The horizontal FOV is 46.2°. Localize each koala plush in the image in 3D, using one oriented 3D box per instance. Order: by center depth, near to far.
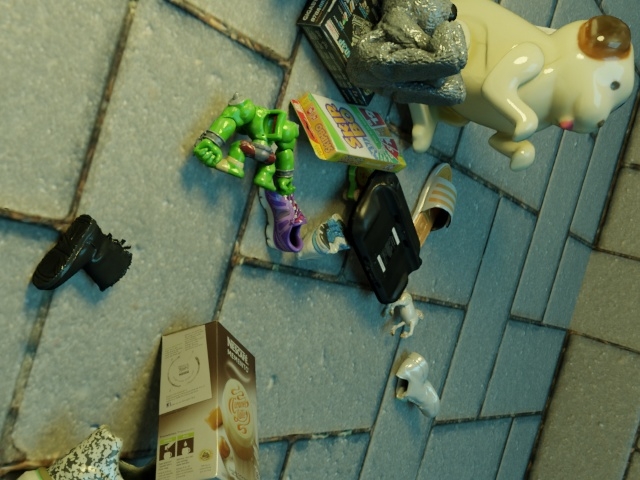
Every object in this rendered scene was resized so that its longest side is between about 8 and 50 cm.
[{"bbox_3d":[0.152,-0.364,1.268,0.196,0.203,0.221,55,40,-74],"label":"koala plush"}]

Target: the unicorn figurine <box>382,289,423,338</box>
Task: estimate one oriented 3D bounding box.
[{"bbox_3d":[0.195,0.171,1.719,0.111,0.060,0.162,-41,134,-37],"label":"unicorn figurine"}]

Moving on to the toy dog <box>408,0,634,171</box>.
[{"bbox_3d":[0.397,-0.323,1.473,0.284,0.408,0.395,69,38,-54],"label":"toy dog"}]

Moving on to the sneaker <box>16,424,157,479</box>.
[{"bbox_3d":[-0.254,0.402,1.087,0.182,0.158,0.410,-46,139,-15],"label":"sneaker"}]

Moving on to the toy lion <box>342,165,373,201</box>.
[{"bbox_3d":[0.083,-0.115,1.478,0.100,0.034,0.096,31,71,-55],"label":"toy lion"}]

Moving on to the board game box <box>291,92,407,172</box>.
[{"bbox_3d":[0.055,-0.189,1.341,0.259,0.039,0.124,-1,60,-52],"label":"board game box"}]

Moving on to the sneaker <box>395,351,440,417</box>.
[{"bbox_3d":[0.228,0.374,1.851,0.094,0.080,0.212,-38,126,-24],"label":"sneaker"}]

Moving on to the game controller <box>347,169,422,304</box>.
[{"bbox_3d":[0.132,-0.001,1.514,0.166,0.067,0.319,-53,144,-19],"label":"game controller"}]

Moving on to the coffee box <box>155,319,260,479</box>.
[{"bbox_3d":[-0.165,0.264,1.120,0.141,0.098,0.246,56,21,-50],"label":"coffee box"}]

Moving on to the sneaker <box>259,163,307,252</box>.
[{"bbox_3d":[-0.054,-0.057,1.274,0.068,0.071,0.170,-37,131,-41],"label":"sneaker"}]

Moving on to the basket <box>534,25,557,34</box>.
[{"bbox_3d":[0.486,-0.453,1.776,0.113,0.167,0.103,-23,126,-48],"label":"basket"}]

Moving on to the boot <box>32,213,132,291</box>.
[{"bbox_3d":[-0.308,0.034,0.988,0.121,0.045,0.099,-59,145,-21],"label":"boot"}]

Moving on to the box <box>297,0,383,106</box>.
[{"bbox_3d":[0.063,-0.372,1.323,0.175,0.051,0.220,-63,144,-16],"label":"box"}]

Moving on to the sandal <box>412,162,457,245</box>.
[{"bbox_3d":[0.260,-0.049,1.704,0.265,0.076,0.102,-63,144,-15],"label":"sandal"}]

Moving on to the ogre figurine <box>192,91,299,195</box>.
[{"bbox_3d":[-0.097,-0.147,1.150,0.197,0.097,0.118,21,89,-27],"label":"ogre figurine"}]

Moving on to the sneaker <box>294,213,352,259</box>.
[{"bbox_3d":[0.000,0.000,1.387,0.071,0.083,0.191,66,19,3],"label":"sneaker"}]
